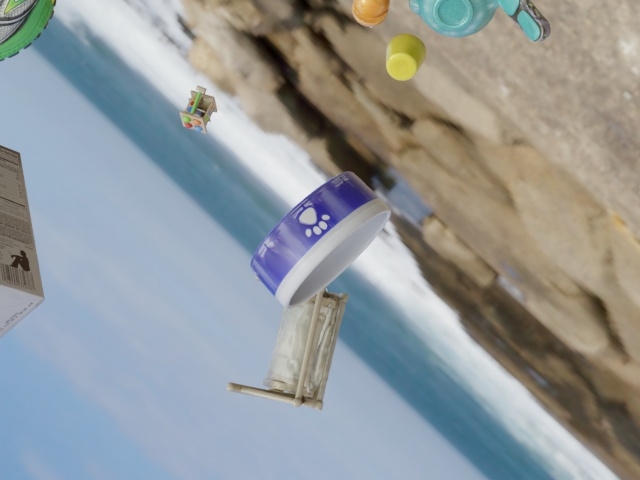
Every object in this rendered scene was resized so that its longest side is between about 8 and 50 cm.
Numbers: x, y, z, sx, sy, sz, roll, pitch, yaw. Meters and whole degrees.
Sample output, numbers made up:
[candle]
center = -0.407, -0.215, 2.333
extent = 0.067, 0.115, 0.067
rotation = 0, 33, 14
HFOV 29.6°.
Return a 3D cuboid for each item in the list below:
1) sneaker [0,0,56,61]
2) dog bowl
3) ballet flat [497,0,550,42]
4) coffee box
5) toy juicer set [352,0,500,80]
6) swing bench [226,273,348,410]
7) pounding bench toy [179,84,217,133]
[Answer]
[sneaker]
center = -0.452, -0.399, 1.780
extent = 0.134, 0.343, 0.146
rotation = 52, -164, 19
[dog bowl]
center = 0.000, 0.000, 2.219
extent = 0.104, 0.265, 0.265
rotation = 46, 177, 11
[ballet flat]
center = 0.282, -0.320, 1.681
extent = 0.114, 0.041, 0.041
rotation = 58, -177, 23
[coffee box]
center = -0.539, 0.000, 1.866
extent = 0.119, 0.168, 0.297
rotation = 23, -142, -45
[toy juicer set]
center = 0.199, -0.417, 1.963
extent = 0.209, 0.329, 0.089
rotation = 49, -148, -20
[swing bench]
center = -0.051, 0.215, 2.529
extent = 0.165, 0.253, 0.254
rotation = 11, 174, 20
[pounding bench toy]
center = -0.246, -0.261, 2.407
extent = 0.052, 0.065, 0.083
rotation = 19, 156, 12
